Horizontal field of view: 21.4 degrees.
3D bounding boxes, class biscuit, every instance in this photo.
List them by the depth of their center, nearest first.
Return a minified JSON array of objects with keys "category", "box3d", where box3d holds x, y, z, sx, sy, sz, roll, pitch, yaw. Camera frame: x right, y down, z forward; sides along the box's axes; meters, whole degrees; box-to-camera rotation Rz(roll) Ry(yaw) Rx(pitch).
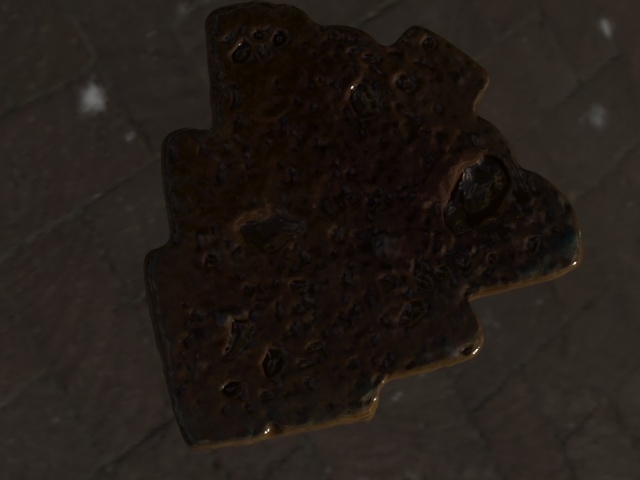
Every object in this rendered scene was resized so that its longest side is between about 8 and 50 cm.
[{"category":"biscuit","box3d":[0.000,0.000,0.449,0.119,0.019,0.130,36,77,4]}]
